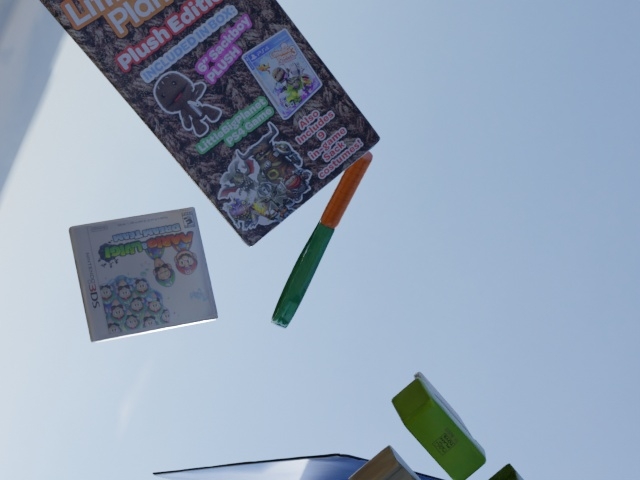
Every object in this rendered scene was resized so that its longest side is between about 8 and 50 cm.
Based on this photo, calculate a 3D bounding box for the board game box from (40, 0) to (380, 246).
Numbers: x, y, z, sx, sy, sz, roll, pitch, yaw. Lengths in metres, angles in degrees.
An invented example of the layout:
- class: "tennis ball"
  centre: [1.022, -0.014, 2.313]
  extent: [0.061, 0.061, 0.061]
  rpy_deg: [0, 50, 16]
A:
- class: "board game box"
  centre: [-0.117, -0.170, 1.143]
  extent: [0.141, 0.291, 0.232]
  rpy_deg: [-40, -157, -2]

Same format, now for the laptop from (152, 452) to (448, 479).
- class: "laptop"
  centre: [0.038, 0.441, 1.848]
  extent: [0.382, 0.407, 0.236]
  rpy_deg: [-14, -173, 45]

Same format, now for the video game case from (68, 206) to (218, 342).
- class: "video game case"
  centre: [-0.213, 0.040, 1.649]
  extent: [0.019, 0.157, 0.143]
  rpy_deg: [144, -65, -69]

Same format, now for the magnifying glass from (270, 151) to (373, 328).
- class: "magnifying glass"
  centre: [0.000, 0.000, 1.507]
  extent: [0.092, 0.026, 0.231]
  rpy_deg: [-74, -172, -64]

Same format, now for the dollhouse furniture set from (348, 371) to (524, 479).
- class: "dollhouse furniture set"
  centre: [0.036, 0.283, 1.260]
  extent: [0.301, 0.197, 0.151]
  rpy_deg: [-41, -172, 4]
